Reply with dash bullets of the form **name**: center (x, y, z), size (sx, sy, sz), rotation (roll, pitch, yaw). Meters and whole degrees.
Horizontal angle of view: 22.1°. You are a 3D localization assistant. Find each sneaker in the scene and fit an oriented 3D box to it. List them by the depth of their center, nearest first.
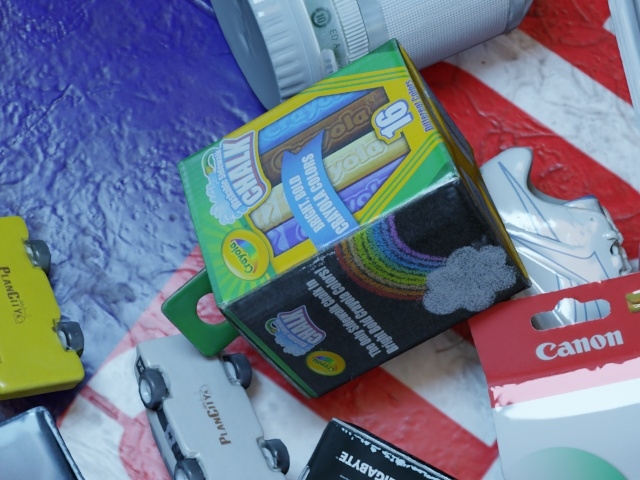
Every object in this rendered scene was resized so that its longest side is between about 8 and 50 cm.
- **sneaker**: center (0.235, 0.036, 1.479), size (0.297, 0.111, 0.129), rotation (43, 100, 7)

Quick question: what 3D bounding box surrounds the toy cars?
- **toy cars**: center (-0.193, 0.125, 1.457), size (0.394, 0.087, 0.176), rotation (30, 46, 3)

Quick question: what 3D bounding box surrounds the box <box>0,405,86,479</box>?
- **box**: center (-0.330, 0.388, 1.173), size (0.480, 0.472, 0.297), rotation (-25, 77, -11)

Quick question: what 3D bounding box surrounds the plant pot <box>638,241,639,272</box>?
- **plant pot**: center (0.458, 0.042, 1.446), size (0.243, 0.275, 0.275), rotation (-24, 76, -20)

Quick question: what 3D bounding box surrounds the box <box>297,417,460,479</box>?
- **box**: center (0.092, 0.330, 1.349), size (0.322, 0.079, 0.257), rotation (26, 88, 22)

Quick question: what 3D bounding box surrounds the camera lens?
- **camera lens**: center (0.046, -0.256, 1.515), size (0.274, 0.219, 0.219), rotation (-25, 76, -10)

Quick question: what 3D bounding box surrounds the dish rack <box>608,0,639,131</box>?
- **dish rack**: center (0.469, -0.182, 1.597), size (0.333, 0.072, 0.285), rotation (-9, 74, -7)

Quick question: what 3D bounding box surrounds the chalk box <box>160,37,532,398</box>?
- **chalk box**: center (0.000, 0.000, 1.412), size (0.289, 0.180, 0.179), rotation (-28, 48, 11)

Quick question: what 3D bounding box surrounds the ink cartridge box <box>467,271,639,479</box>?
- **ink cartridge box**: center (0.237, 0.150, 1.409), size (0.181, 0.056, 0.224), rotation (-14, 111, 15)
